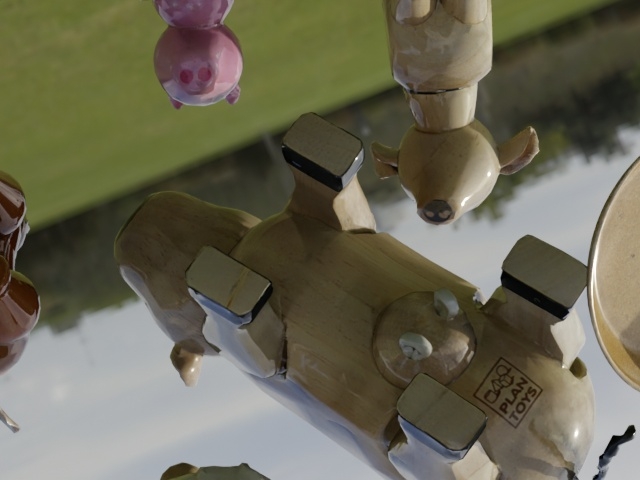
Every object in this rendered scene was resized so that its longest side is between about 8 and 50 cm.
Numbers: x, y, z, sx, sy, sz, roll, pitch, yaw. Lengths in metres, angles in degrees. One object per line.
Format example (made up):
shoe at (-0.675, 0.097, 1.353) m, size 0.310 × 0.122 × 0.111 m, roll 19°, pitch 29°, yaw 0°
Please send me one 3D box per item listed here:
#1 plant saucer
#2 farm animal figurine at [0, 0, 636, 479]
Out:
plant saucer at (0.105, 0.004, 0.545) m, size 0.083 × 0.083 × 0.015 m, roll -23°, pitch -156°, yaw -25°
farm animal figurine at (0.000, 0.000, 0.797) m, size 0.330 × 0.327 × 0.172 m, roll -37°, pitch 157°, yaw -11°
